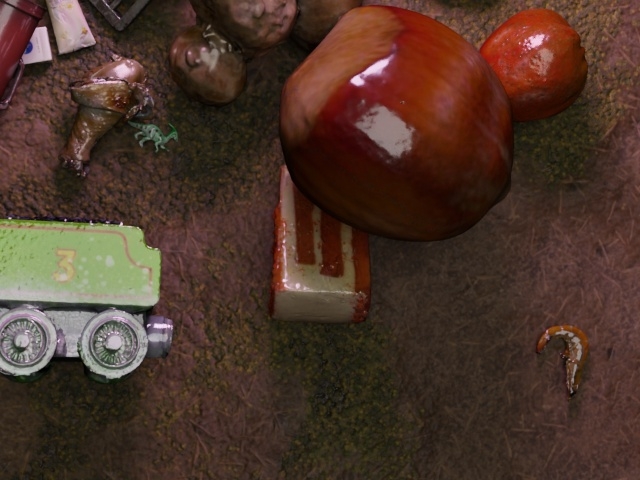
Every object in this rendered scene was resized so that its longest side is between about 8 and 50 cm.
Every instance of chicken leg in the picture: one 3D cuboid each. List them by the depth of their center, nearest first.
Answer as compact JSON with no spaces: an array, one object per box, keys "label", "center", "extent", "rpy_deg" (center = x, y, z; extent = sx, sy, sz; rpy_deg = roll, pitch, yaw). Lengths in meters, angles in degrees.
[{"label":"chicken leg","center":[-0.342,-0.197,1.826],"extent":[0.196,0.080,0.125],"rpy_deg":[-42,96,-2]}]

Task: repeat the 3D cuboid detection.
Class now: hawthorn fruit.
[{"label":"hawthorn fruit","center":[0.335,-0.272,1.884],"extent":[0.189,0.189,0.189],"rpy_deg":[0,90,-9]}]

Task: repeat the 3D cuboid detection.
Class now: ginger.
[{"label":"ginger","center":[-0.067,-0.365,1.806],"extent":[0.375,0.176,0.256],"rpy_deg":[-27,136,-18]}]

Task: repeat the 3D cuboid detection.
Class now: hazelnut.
[{"label":"hazelnut","center":[0.111,-0.167,1.749],"extent":[0.365,0.366,0.366],"rpy_deg":[0,90,-9]}]

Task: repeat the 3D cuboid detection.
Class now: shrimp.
[{"label":"shrimp","center":[0.401,0.204,1.964],"extent":[0.091,0.025,0.127],"rpy_deg":[2,85,-8]}]

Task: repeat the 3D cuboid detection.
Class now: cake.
[{"label":"cake","center":[0.000,0.000,1.836],"extent":[0.158,0.159,0.262],"rpy_deg":[1,88,-6]}]

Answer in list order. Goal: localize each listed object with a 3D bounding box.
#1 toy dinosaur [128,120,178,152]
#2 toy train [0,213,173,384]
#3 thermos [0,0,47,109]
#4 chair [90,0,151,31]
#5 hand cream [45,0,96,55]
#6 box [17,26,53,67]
[{"label":"toy dinosaur","center":[-0.263,-0.174,1.865],"extent":[0.062,0.021,0.083],"rpy_deg":[-30,96,-7]},{"label":"toy train","center":[-0.375,0.090,1.782],"extent":[0.307,0.173,0.249],"rpy_deg":[3,81,-8]},{"label":"thermos","center":[-0.499,-0.263,1.773],"extent":[0.124,0.099,0.232],"rpy_deg":[20,97,-50]},{"label":"chair","center":[-0.244,-0.468,1.827],"extent":[0.136,0.147,0.270],"rpy_deg":[48,127,-4]},{"label":"hand cream","center":[-0.402,-0.363,1.838],"extent":[0.061,0.039,0.143],"rpy_deg":[-20,98,-8]},{"label":"box","center":[-0.461,-0.298,1.834],"extent":[0.083,0.024,0.054],"rpy_deg":[-11,90,-8]}]
